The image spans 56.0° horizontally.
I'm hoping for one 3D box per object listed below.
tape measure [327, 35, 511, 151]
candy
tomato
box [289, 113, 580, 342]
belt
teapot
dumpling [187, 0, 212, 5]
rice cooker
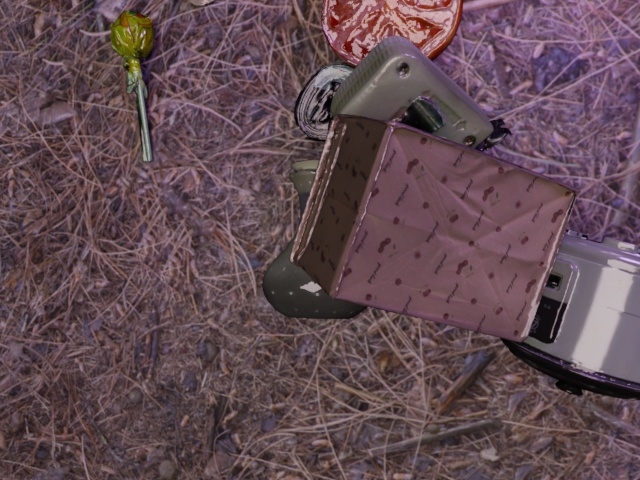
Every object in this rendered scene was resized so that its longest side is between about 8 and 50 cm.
[{"bbox_3d":[0.135,-0.165,0.917,0.235,0.115,0.207,33,116,-25],"label":"tape measure"},{"bbox_3d":[-0.327,-0.271,1.077,0.073,0.077,0.262,1,104,15],"label":"candy"},{"bbox_3d":[0.111,-0.378,0.945,0.236,0.095,0.237,3,102,14],"label":"tomato"},{"bbox_3d":[0.146,-0.017,0.811,0.297,0.190,0.225,14,99,-23],"label":"box"},{"bbox_3d":[0.019,-0.226,0.998,0.105,0.058,0.140,33,101,5],"label":"belt"},{"bbox_3d":[0.000,0.000,0.976,0.183,0.183,0.251,1,86,13],"label":"teapot"},{"bbox_3d":[-0.200,-0.446,1.040,0.052,0.057,0.076,12,72,47],"label":"dumpling"},{"bbox_3d":[0.387,0.109,0.857,0.280,0.241,0.227,25,101,55],"label":"rice cooker"}]
